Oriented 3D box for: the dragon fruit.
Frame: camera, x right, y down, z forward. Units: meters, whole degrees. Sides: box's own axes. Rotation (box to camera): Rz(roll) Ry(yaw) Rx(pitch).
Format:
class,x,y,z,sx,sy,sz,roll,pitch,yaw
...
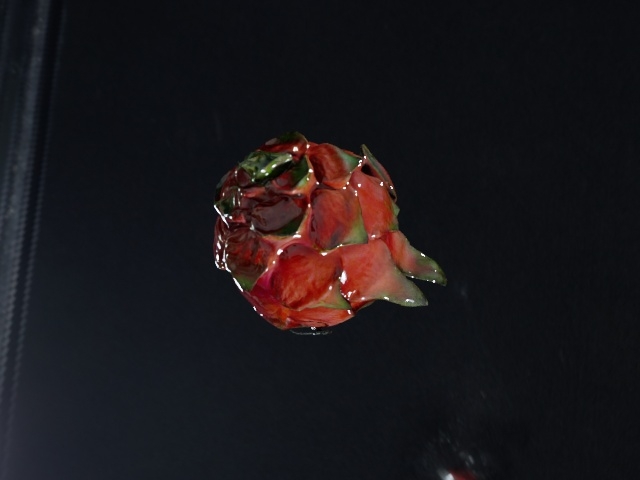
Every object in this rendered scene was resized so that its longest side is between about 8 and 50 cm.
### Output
class,x,y,z,sx,sy,sz,roll,pitch,yaw
dragon fruit,0.000,0.000,1.149,0.193,0.274,0.192,-40,-143,13
